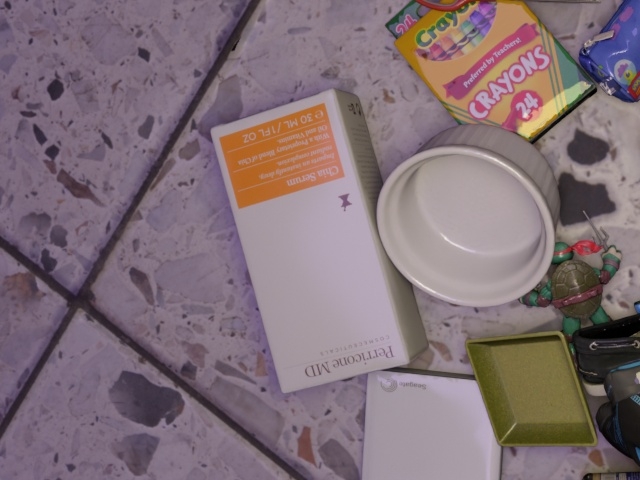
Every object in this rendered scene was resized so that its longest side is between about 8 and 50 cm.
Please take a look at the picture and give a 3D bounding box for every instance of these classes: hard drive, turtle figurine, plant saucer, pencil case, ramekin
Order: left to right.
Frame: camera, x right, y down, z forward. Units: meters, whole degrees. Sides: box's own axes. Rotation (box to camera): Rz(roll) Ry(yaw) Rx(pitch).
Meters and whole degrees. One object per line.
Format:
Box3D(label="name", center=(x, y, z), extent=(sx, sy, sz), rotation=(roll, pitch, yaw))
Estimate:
Box3D(label="hard drive", center=(0.186, 0.397, 1.716), extent=(0.233, 0.047, 0.353), rotation=(4, 93, 16))
Box3D(label="ramekin", center=(0.238, -0.046, 1.584), extent=(0.277, 0.135, 0.277), rotation=(13, 125, 19))
Box3D(label="plant saucer", center=(0.336, 0.227, 1.591), extent=(0.188, 0.045, 0.188), rotation=(-12, 100, 46))
Box3D(label="turtle figurine", center=(0.398, 0.083, 1.607), extent=(0.175, 0.118, 0.234), rotation=(-17, 93, 17))
Box3D(label="pencil case", center=(0.513, -0.353, 1.539), extent=(0.133, 0.119, 0.306), rotation=(30, 103, -28))

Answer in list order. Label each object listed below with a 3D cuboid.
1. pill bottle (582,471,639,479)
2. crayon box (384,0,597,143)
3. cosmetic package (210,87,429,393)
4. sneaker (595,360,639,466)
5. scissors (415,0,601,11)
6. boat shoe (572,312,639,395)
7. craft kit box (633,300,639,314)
Box3D(label="pill bottle", center=(0.521, 0.419, 1.577), extent=(0.219, 0.123, 0.123), rotation=(-5, 91, 17))
Box3D(label="crayon box", center=(0.264, -0.298, 1.641), extent=(0.202, 0.081, 0.318), rotation=(-41, 81, 15))
Box3D(label="cosmetic package", center=(0.000, 0.000, 1.692), extent=(0.230, 0.161, 0.453), rotation=(-17, 89, 17))
Box3D(label="sneaker", center=(0.472, 0.286, 1.475), extent=(0.125, 0.341, 0.140), rotation=(-17, 61, 13))
Box3D(label="scissors", center=(0.276, -0.377, 1.581), extent=(0.297, 0.021, 0.109), rotation=(26, 95, 16))
Box3D(label="boat shoe", center=(0.532, 0.119, 1.499), extent=(0.340, 0.127, 0.113), rotation=(-23, 100, 23))
Box3D(label="craft kit box", center=(0.648, 0.164, 1.563), extent=(0.250, 0.061, 0.247), rotation=(-23, 83, 16))
